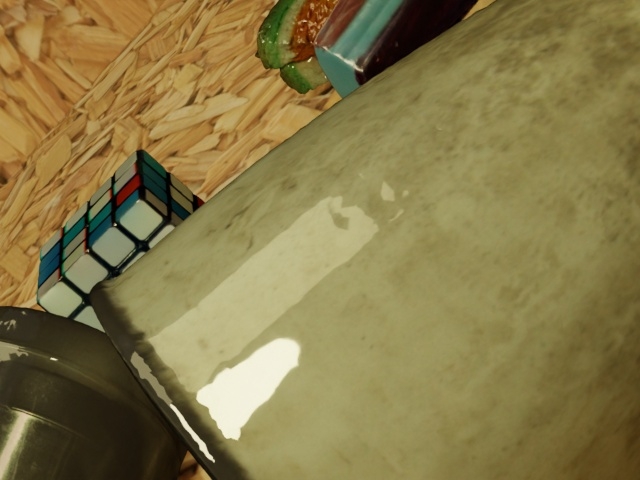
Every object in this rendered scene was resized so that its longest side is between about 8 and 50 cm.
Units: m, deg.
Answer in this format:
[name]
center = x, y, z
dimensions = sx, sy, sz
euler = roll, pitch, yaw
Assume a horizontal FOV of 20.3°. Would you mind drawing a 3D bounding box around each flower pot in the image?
[flower pot]
center = 0.089, 0.035, 0.969
dimensions = 0.330, 0.293, 0.293
euler = -41, 18, 1

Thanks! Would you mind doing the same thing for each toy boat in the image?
[toy boat]
center = 0.139, -0.300, 1.818
dimensions = 0.079, 0.136, 0.392
euler = 24, 66, 41

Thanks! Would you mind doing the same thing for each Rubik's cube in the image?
[Rubik's cube]
center = -0.175, 0.030, 1.765
dimensions = 0.155, 0.154, 0.151
euler = -45, 19, 12

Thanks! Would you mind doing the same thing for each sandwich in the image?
[sandwich]
center = 0.035, -0.245, 1.965
dimensions = 0.160, 0.109, 0.185
euler = 4, 49, 43

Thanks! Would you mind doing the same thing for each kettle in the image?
[kettle]
center = -0.273, 0.267, 1.461
dimensions = 0.321, 0.228, 0.324
euler = 112, -178, -55
